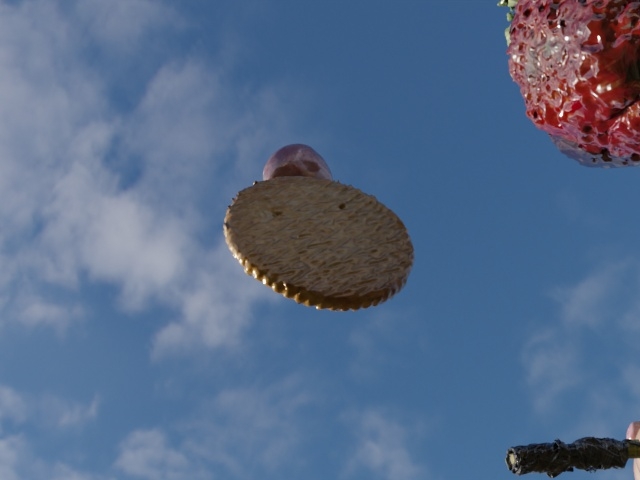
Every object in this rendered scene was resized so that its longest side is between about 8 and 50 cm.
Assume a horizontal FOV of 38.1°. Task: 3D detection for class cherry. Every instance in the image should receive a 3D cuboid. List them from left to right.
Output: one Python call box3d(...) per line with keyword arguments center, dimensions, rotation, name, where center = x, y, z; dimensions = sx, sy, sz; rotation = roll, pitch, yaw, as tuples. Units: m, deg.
box3d(center=(-0.030, -0.094, 1.383), dimensions=(0.106, 0.126, 0.087), rotation=(41, -80, 1), name="cherry")

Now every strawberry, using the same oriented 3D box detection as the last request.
box3d(center=(0.333, -0.210, 1.007), dimensions=(0.274, 0.220, 0.274), rotation=(0, -91, 19), name="strawberry")

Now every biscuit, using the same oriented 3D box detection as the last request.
box3d(center=(0.000, 0.000, 1.176), dimensions=(0.253, 0.254, 0.035), rotation=(7, -52, -14), name="biscuit")

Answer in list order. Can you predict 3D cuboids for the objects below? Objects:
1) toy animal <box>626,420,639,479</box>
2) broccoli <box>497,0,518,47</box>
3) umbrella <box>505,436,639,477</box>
box3d(center=(0.464, 0.256, 1.099), dimensions=(0.248, 0.149, 0.165), rotation=(10, -98, -43), name="toy animal")
box3d(center=(0.342, -0.394, 1.387), dimensions=(0.246, 0.243, 0.263), rotation=(30, -57, -18), name="broccoli")
box3d(center=(0.264, 0.223, 0.960), dimensions=(0.143, 0.037, 0.040), rotation=(-3, -40, -8), name="umbrella")
